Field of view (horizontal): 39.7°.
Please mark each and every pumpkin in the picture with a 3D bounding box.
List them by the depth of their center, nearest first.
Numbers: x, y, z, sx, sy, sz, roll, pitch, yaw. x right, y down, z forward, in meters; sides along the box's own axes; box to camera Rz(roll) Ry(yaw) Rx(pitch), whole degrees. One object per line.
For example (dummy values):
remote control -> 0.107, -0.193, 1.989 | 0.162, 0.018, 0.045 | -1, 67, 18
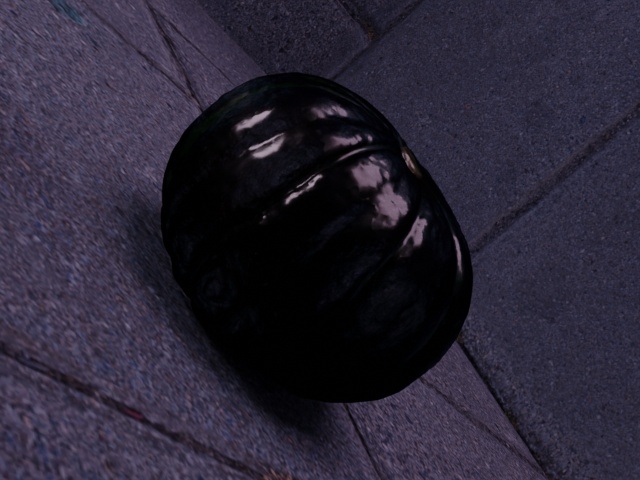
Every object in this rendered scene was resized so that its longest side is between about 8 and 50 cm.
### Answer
pumpkin -> 0.000, 0.000, 0.938 | 0.363, 0.266, 0.363 | 51, 10, -12
